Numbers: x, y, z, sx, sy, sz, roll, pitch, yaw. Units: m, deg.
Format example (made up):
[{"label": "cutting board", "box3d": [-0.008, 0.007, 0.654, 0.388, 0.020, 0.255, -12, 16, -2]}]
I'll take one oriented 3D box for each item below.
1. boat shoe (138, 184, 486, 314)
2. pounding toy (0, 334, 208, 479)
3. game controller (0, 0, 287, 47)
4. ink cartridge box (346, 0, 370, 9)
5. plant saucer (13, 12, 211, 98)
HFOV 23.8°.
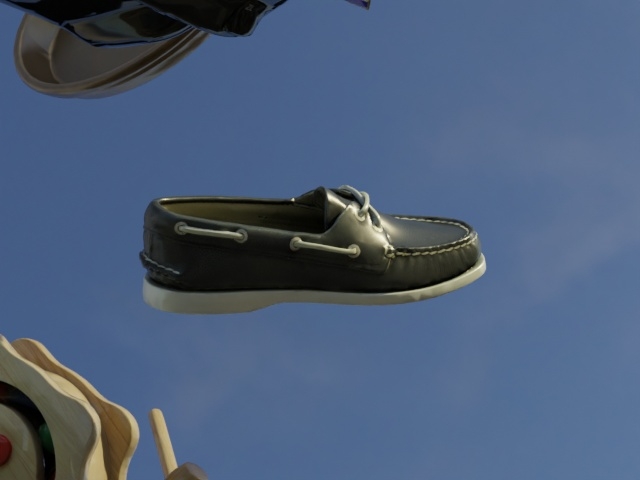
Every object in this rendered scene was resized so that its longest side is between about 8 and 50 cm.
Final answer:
[{"label": "boat shoe", "box3d": [0.000, 0.000, 1.270, 0.302, 0.114, 0.091, -6, -69, -21]}, {"label": "pounding toy", "box3d": [-0.230, 0.201, 1.355, 0.154, 0.269, 0.155, -58, -27, 4]}, {"label": "game controller", "box3d": [-0.152, -0.160, 0.709, 0.319, 0.166, 0.067, 19, -102, -51]}, {"label": "ink cartridge box", "box3d": [0.060, -0.416, 1.444, 0.069, 0.175, 0.371, 4, -73, -31]}, {"label": "plant saucer", "box3d": [-0.164, -0.231, 1.406, 0.278, 0.278, 0.041, -42, -53, -2]}]
